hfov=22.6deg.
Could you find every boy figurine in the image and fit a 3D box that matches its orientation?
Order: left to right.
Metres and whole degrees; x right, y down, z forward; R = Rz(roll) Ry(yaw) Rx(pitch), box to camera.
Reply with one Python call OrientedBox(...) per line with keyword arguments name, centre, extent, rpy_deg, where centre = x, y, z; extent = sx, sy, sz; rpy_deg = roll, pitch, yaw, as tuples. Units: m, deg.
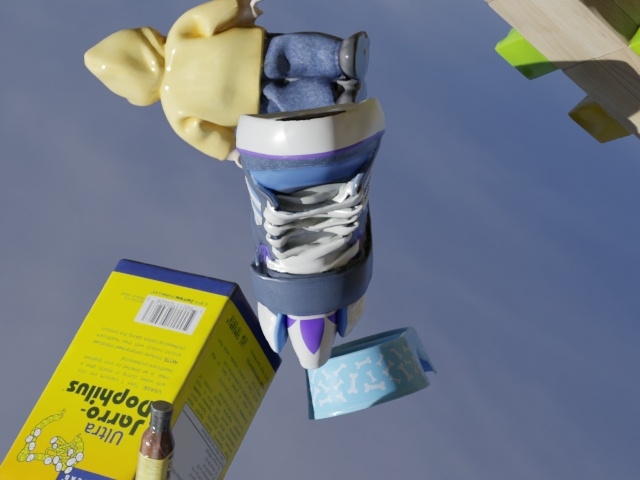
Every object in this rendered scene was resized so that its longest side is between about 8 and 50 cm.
OrientedBox(name="boy figurine", centre=(-0.097, -0.161, 1.624), extent=(0.285, 0.177, 0.092), rpy_deg=(3, -165, 12))

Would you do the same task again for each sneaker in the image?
OrientedBox(name="sneaker", centre=(-0.001, 0.000, 1.420), extent=(0.130, 0.236, 0.323), rpy_deg=(-8, -177, -5))

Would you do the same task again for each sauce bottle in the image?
OrientedBox(name="sauce bottle", centre=(-0.188, 0.244, 1.838), extent=(0.042, 0.128, 0.042), rpy_deg=(8, -153, -4))

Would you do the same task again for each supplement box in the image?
OrientedBox(name="supplement box", centre=(-0.231, 0.232, 2.098), extent=(0.195, 0.194, 0.356), rpy_deg=(11, -122, 28))

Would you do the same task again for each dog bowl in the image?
OrientedBox(name="dog bowl", centre=(0.063, 0.173, 2.153), extent=(0.297, 0.166, 0.074), rpy_deg=(-9, -97, -81))

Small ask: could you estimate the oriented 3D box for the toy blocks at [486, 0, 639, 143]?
OrientedBox(name="toy blocks", centre=(0.302, -0.263, 1.461), extent=(0.381, 0.261, 0.191), rpy_deg=(38, 157, -18))
